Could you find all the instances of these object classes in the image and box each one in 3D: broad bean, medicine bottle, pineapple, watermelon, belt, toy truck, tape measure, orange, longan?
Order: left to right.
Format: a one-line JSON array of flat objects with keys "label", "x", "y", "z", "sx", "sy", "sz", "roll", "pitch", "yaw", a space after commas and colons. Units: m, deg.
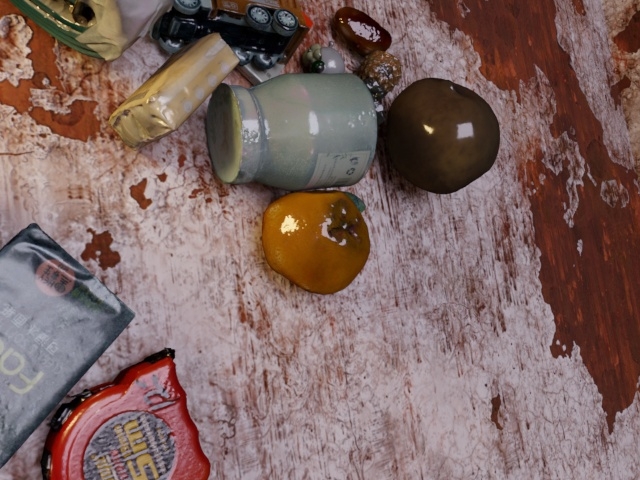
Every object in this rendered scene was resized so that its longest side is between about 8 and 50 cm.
[{"label": "belt", "x": -0.439, "y": -0.502, "z": 0.904, "sx": 0.436, "sy": 0.300, "sz": 0.173, "roll": 41, "pitch": 59, "yaw": -23}, {"label": "tape measure", "x": -0.322, "y": 0.337, "z": 0.940, "sx": 0.260, "sy": 0.114, "sz": 0.253, "roll": -22, "pitch": 94, "yaw": -35}, {"label": "toy truck", "x": -0.191, "y": -0.470, "z": 1.165, "sx": 0.306, "sy": 0.136, "sz": 0.162, "roll": 1, "pitch": 67, "yaw": -29}, {"label": "medicine bottle", "x": -0.066, "y": -0.222, "z": 1.168, "sx": 0.290, "sy": 0.245, "sz": 0.244, "roll": -6, "pitch": 84, "yaw": -29}, {"label": "orange", "x": 0.000, "y": 0.000, "z": 1.208, "sx": 0.249, "sy": 0.183, "sz": 0.248, "roll": 10, "pitch": 74, "yaw": -35}, {"label": "watermelon", "x": 0.066, "y": -0.077, "z": 1.348, "sx": 0.085, "sy": 0.092, "sz": 0.072, "roll": -23, "pitch": 134, "yaw": -30}, {"label": "broad bean", "x": 0.106, "y": -0.539, "z": 1.469, "sx": 0.165, "sy": 0.084, "sz": 0.114, "roll": 35, "pitch": 41, "yaw": -19}, {"label": "pineapple", "x": 0.124, "y": -0.367, "z": 1.422, "sx": 0.111, "sy": 0.119, "sz": 0.237, "roll": 31, "pitch": 64, "yaw": -13}, {"label": "longan", "x": 0.304, "y": -0.267, "z": 1.442, "sx": 0.297, "sy": 0.297, "sz": 0.297, "roll": 9, "pitch": 75, "yaw": -36}]

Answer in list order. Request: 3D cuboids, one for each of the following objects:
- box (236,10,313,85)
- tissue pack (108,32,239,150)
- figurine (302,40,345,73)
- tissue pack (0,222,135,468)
[{"label": "box", "x": -0.120, "y": -0.468, "z": 1.309, "sx": 0.139, "sy": 0.035, "sz": 0.245, "roll": 42, "pitch": 60, "yaw": -21}, {"label": "tissue pack", "x": -0.273, "y": -0.274, "z": 1.059, "sx": 0.090, "sy": 0.186, "sz": 0.222, "roll": 48, "pitch": 55, "yaw": -27}, {"label": "figurine", "x": 0.018, "y": -0.377, "z": 1.347, "sx": 0.147, "sy": 0.094, "sz": 0.197, "roll": 33, "pitch": 44, "yaw": -70}, {"label": "tissue pack", "x": -0.474, "y": 0.159, "z": 0.865, "sx": 0.228, "sy": 0.103, "sz": 0.315, "roll": 48, "pitch": 56, "yaw": -18}]
